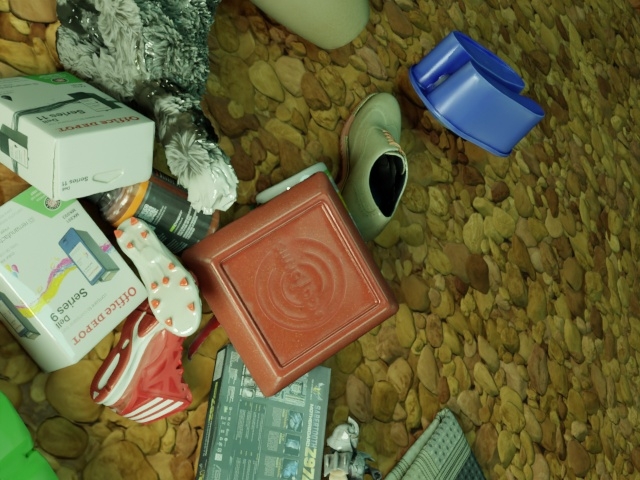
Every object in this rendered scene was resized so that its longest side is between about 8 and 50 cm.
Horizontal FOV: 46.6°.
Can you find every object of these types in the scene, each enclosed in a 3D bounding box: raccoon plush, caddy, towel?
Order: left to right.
[{"bbox_3d":[-0.203,-0.261,1.157,0.299,0.216,0.447,-28,94,-50],"label":"raccoon plush"},{"bbox_3d":[0.226,0.532,1.381,0.324,0.056,0.312,-39,105,-47],"label":"towel"},{"bbox_3d":[0.353,-0.326,1.732,0.341,0.179,0.241,19,38,-38],"label":"caddy"}]

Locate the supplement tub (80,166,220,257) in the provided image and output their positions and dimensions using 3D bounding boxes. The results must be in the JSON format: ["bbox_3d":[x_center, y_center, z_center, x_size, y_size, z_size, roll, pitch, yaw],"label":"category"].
[{"bbox_3d":[-0.253,-0.053,1.098,0.197,0.106,0.106,29,56,-33],"label":"supplement tub"}]

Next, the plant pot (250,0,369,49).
[{"bbox_3d":[-0.025,-0.504,1.414,0.274,0.256,0.257,44,47,-45],"label":"plant pot"}]

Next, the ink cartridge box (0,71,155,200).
[{"bbox_3d":[-0.340,-0.143,0.977,0.153,0.208,0.087,-22,134,-47],"label":"ink cartridge box"}]

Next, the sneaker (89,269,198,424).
[{"bbox_3d":[-0.220,0.159,1.066,0.128,0.087,0.221,46,69,-34],"label":"sneaker"}]

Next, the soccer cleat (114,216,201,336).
[{"bbox_3d":[-0.212,0.049,1.008,0.196,0.068,0.076,54,-4,23],"label":"soccer cleat"}]

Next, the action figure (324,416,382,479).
[{"bbox_3d":[0.050,0.413,1.167,0.185,0.099,0.285,-23,112,-71],"label":"action figure"}]

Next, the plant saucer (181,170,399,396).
[{"bbox_3d":[-0.033,0.064,1.115,0.259,0.047,0.259,-32,98,-14],"label":"plant saucer"}]

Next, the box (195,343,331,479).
[{"bbox_3d":[-0.084,0.291,1.135,0.183,0.059,0.233,17,63,-22],"label":"box"}]

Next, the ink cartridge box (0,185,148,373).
[{"bbox_3d":[-0.354,0.043,0.976,0.212,0.093,0.154,57,45,-15],"label":"ink cartridge box"}]

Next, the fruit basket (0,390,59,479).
[{"bbox_3d":[-0.445,0.315,0.688,0.392,0.282,0.392,41,35,-38],"label":"fruit basket"}]

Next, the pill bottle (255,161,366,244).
[{"bbox_3d":[0.000,0.000,1.296,0.136,0.136,0.246,-33,98,-45],"label":"pill bottle"}]

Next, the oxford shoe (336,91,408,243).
[{"bbox_3d":[0.123,-0.156,1.459,0.140,0.146,0.397,33,51,-28],"label":"oxford shoe"}]

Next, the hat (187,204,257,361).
[{"bbox_3d":[-0.153,0.058,1.208,0.173,0.183,0.208,64,1,-4],"label":"hat"}]
